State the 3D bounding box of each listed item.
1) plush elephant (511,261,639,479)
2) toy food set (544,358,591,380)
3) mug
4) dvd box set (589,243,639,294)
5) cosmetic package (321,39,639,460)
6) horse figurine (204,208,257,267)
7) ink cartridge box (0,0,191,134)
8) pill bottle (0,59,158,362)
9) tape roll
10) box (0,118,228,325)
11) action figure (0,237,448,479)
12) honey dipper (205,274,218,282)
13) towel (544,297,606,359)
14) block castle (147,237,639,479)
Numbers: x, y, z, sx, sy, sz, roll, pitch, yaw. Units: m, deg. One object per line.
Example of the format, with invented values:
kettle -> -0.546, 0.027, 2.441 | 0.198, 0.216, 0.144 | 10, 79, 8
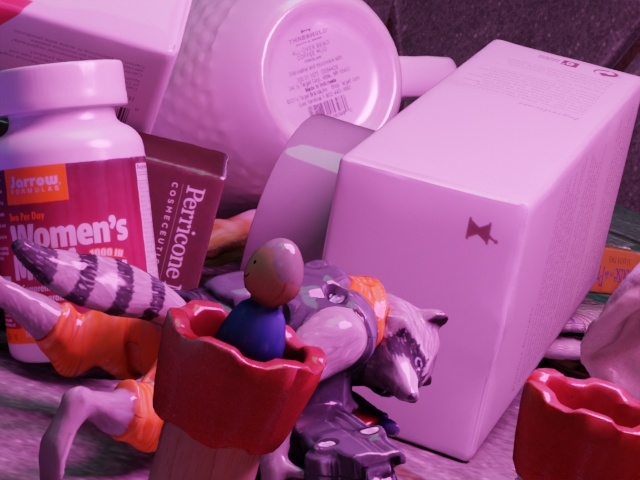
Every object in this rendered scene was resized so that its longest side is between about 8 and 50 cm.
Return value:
plush elephant -> 0.293, 0.130, 1.278 | 0.330, 0.255, 0.272 | 20, 10, 27
toy food set -> 0.273, 0.129, 2.000 | 0.083, 0.020, 0.082 | 16, 9, 11
mug -> -0.029, -0.162, 2.033 | 0.374, 0.276, 0.328 | -6, 2, -30
dvd box set -> 0.229, 0.011, 2.309 | 0.308, 0.062, 0.420 | 12, 2, 27
cosmetic package -> 0.146, -0.011, 1.686 | 0.161, 0.230, 0.453 | 17, 22, 15
horse figurine -> -0.064, 0.002, 1.924 | 0.263, 0.066, 0.174 | -2, -2, -23
ink cartridge box -> -0.288, -0.165, 1.758 | 0.279, 0.160, 0.384 | 15, -32, -9
pill bottle -> -0.190, -0.023, 1.452 | 0.121, 0.221, 0.121 | -6, 3, 0
tape roll -> 0.000, 0.000, 1.702 | 0.072, 0.219, 0.219 | 17, 9, 14
box -> -0.195, -0.011, 1.604 | 0.203, 0.168, 0.167 | 14, 8, -4
action figure -> -0.046, 0.086, 1.274 | 0.330, 0.178, 0.341 | -3, 14, -32
honey dipper -> -0.040, 0.061, 1.880 | 0.161, 0.030, 0.030 | 15, 9, 14
towel -> 0.187, 0.081, 2.005 | 0.324, 0.056, 0.312 | 3, 6, -42
block castle -> 0.108, 0.165, 0.838 | 0.303, 0.212, 0.453 | 12, 12, -22
